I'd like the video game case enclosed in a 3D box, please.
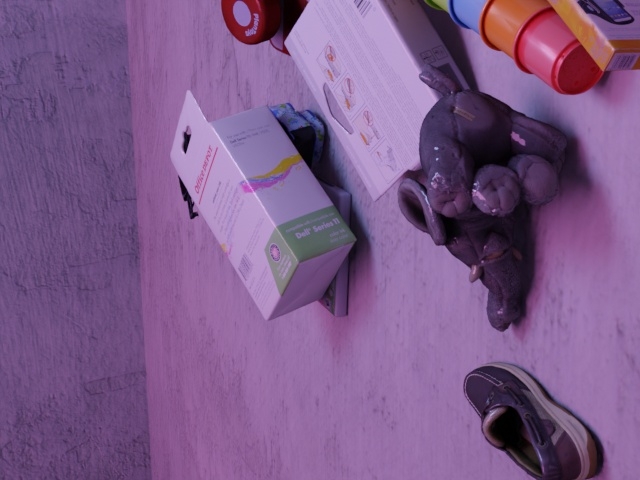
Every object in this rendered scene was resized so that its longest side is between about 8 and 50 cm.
[{"bbox_3d":[0.000,0.000,1.597,0.193,0.023,0.212,-144,52,-62],"label":"video game case"}]

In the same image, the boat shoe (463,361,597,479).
[{"bbox_3d":[0.215,0.200,1.047,0.223,0.073,0.080,-143,51,-61],"label":"boat shoe"}]

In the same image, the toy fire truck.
[{"bbox_3d":[0.004,-0.383,1.326,0.254,0.169,0.302,30,131,32],"label":"toy fire truck"}]

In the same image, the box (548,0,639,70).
[{"bbox_3d":[0.257,-0.204,0.836,0.028,0.081,0.136,106,150,-44],"label":"box"}]

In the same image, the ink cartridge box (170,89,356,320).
[{"bbox_3d":[-0.105,-0.073,1.532,0.353,0.119,0.207,57,149,19],"label":"ink cartridge box"}]

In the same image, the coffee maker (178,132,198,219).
[{"bbox_3d":[-0.176,-0.128,1.793,0.120,0.178,0.171,171,95,-70],"label":"coffee maker"}]

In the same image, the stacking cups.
[{"bbox_3d":[0.182,-0.255,0.989,0.316,0.096,0.096,-124,35,-49],"label":"stacking cups"}]

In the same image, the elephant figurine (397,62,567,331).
[{"bbox_3d":[0.165,-0.039,1.034,0.239,0.169,0.186,93,-169,-62],"label":"elephant figurine"}]

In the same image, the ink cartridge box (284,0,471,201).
[{"bbox_3d":[0.073,-0.215,1.218,0.275,0.060,0.239,61,154,8],"label":"ink cartridge box"}]

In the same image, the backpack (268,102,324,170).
[{"bbox_3d":[-0.049,-0.176,1.585,0.114,0.084,0.105,49,147,36],"label":"backpack"}]
